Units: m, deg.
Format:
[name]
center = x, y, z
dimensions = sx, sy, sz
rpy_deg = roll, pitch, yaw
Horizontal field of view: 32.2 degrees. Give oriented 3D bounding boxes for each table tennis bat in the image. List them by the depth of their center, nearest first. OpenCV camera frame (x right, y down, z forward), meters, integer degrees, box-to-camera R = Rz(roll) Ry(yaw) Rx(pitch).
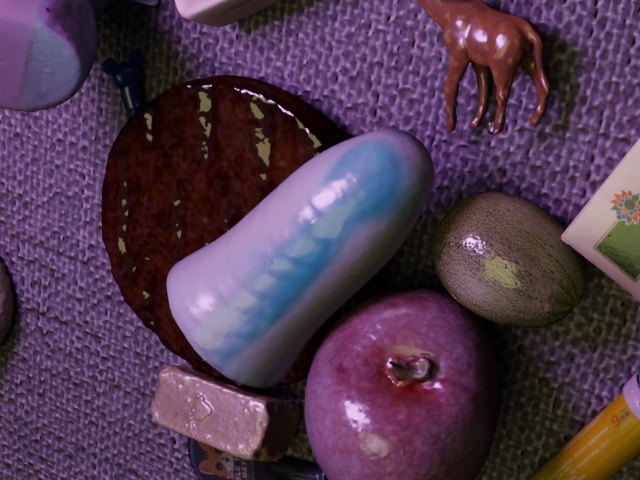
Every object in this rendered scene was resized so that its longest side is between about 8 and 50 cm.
[table tennis bat]
center = -0.089, 0.310, 1.550
dimensions = 0.236, 0.027, 0.150
rpy_deg = 7, 107, 30

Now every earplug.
[earplug]
center = 0.000, 0.000, 1.230
dimensions = 0.324, 0.185, 0.185
rpy_deg = -42, 83, 24

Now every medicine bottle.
[medicine bottle]
center = 0.319, 0.242, 1.271
dimensions = 0.074, 0.074, 0.218
rpy_deg = 44, 122, 10

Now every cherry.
[cherry]
center = 0.100, 0.192, 1.276
dimensions = 0.221, 0.261, 0.307
rpy_deg = 5, 151, 22

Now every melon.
[melon]
center = 0.202, 0.019, 1.227
dimensions = 0.192, 0.139, 0.139
rpy_deg = 36, 119, 20

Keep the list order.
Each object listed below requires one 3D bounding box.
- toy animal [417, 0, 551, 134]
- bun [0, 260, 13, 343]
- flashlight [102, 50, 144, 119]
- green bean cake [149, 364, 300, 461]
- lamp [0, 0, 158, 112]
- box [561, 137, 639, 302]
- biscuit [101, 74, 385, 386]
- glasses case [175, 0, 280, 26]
[toy animal]
center = 0.147, -0.235, 1.225
dimensions = 0.224, 0.066, 0.230
rpy_deg = 7, 112, 42
[bun]
center = -0.598, 0.090, 1.692
dimensions = 0.259, 0.152, 0.259
rpy_deg = 8, 107, 28
[flashlight]
center = -0.251, -0.189, 1.478
dimensions = 0.035, 0.057, 0.121
rpy_deg = 23, 130, 61
[green bean cake]
center = -0.129, 0.231, 1.485
dimensions = 0.179, 0.109, 0.085
rpy_deg = 17, 88, 23
[lamp]
center = -0.315, -0.308, 1.342
dimensions = 0.247, 0.301, 0.247
rpy_deg = 9, 140, -12
[box]
center = 0.388, -0.008, 1.142
dimensions = 0.212, 0.095, 0.168
rpy_deg = 40, 118, 12
[biscuit]
center = -0.100, -0.010, 1.417
dimensions = 0.407, 0.091, 0.407
rpy_deg = 9, 110, 25
[glasses case]
center = -0.027, -0.363, 1.250
dimensions = 0.336, 0.076, 0.144
rpy_deg = -18, 78, 32
